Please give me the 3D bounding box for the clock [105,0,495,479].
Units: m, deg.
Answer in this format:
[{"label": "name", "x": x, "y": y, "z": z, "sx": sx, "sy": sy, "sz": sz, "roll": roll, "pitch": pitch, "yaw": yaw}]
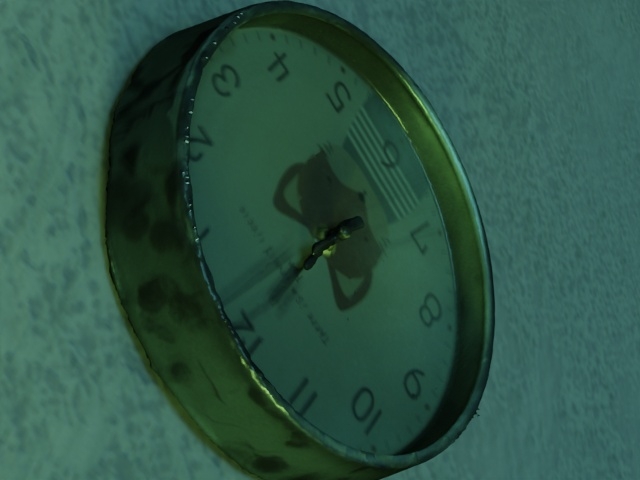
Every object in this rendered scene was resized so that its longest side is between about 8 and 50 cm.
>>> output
[{"label": "clock", "x": 0.000, "y": 0.000, "z": 0.946, "sx": 0.325, "sy": 0.067, "sz": 0.325, "roll": 26, "pitch": 54, "yaw": -43}]
